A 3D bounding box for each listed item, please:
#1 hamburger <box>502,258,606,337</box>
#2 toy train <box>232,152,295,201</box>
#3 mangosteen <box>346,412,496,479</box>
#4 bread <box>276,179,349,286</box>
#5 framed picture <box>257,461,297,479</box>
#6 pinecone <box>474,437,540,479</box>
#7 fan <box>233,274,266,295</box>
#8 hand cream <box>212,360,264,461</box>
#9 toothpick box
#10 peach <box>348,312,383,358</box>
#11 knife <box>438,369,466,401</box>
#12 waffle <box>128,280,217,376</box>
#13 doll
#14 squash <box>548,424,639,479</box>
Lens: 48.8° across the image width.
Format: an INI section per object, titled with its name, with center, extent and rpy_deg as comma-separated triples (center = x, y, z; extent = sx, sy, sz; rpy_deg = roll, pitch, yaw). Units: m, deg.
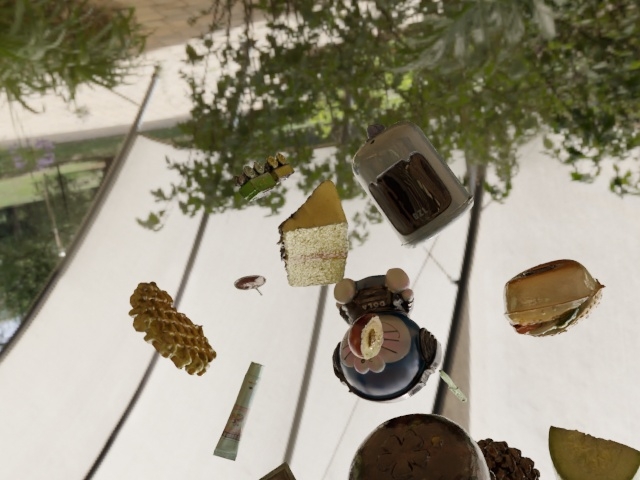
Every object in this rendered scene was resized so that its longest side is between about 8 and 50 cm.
[hamburger]
center = 0.512, 0.128, 1.581
extent = 0.236, 0.148, 0.237
rpy_deg = -20, -178, 1
[toy train]
center = -0.133, -0.153, 1.700
extent = 0.060, 0.081, 0.202
rpy_deg = -35, 179, 34
[mangosteen]
center = 0.177, 0.415, 1.138
extent = 0.231, 0.289, 0.231
rpy_deg = -27, -147, 19
[bread]
center = 0.000, 0.000, 1.602
extent = 0.141, 0.178, 0.266
rpy_deg = 20, 152, 10
[framed picture]
center = -0.128, 0.910, 2.303
extent = 0.232, 0.296, 0.019
rpy_deg = -35, 162, 9
[pinecone]
center = 0.481, 0.657, 1.953
extent = 0.272, 0.224, 0.224
rpy_deg = 9, 178, -28
[fan]
center = -0.170, 0.116, 1.801
extent = 0.085, 0.005, 0.133
rpy_deg = -16, 152, 9
[hand cream]
center = -0.268, 0.569, 2.368
extent = 0.085, 0.331, 0.058
rpy_deg = 22, 176, -25
[toothpick box]
center = 0.242, -0.181, 2.002
extent = 0.263, 0.355, 0.263
rpy_deg = -36, -178, 1
[peach]
center = 0.087, 0.197, 1.461
extent = 0.061, 0.098, 0.098
rpy_deg = 2, -168, 34
[knife]
center = 0.422, 0.469, 2.269
extent = 0.030, 0.207, 0.014
rpy_deg = -15, -137, 31
[waffle]
center = -0.347, 0.210, 1.674
extent = 0.056, 0.253, 0.249
rpy_deg = -43, -149, 11
[doll]
center = 0.157, 0.253, 1.776
extent = 0.284, 0.310, 0.240
rpy_deg = -19, 147, 21
[squash]
center = 0.717, 0.636, 1.883
extent = 0.236, 0.204, 0.155
rpy_deg = 10, 154, 29
